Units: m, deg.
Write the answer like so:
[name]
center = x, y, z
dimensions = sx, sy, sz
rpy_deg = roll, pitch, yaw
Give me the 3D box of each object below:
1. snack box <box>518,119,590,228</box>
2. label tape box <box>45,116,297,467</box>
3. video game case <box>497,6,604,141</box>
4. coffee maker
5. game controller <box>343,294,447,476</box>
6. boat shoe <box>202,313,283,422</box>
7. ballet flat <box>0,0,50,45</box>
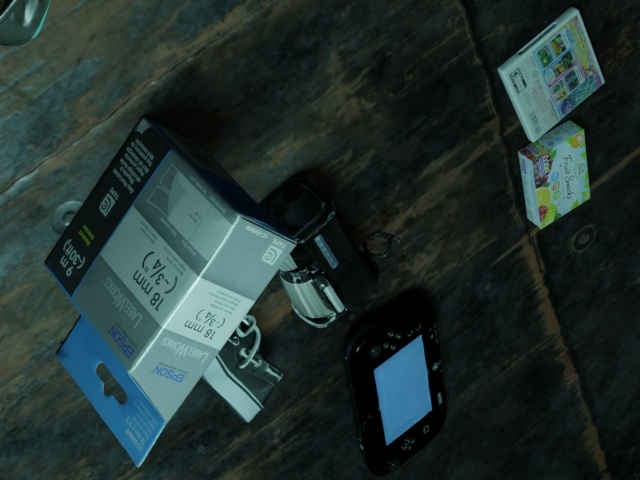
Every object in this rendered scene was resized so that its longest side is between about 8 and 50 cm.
[snack box]
center = 0.352, -0.098, 2.196
dimensions = 0.100, 0.037, 0.141
rpy_deg = -32, 136, -17
[label tape box]
center = -0.211, 0.059, 1.725
dimensions = 0.106, 0.240, 0.333
rpy_deg = 25, 103, -46
[video game case]
center = 0.332, -0.236, 2.091
dimensions = 0.143, 0.019, 0.157
rpy_deg = -40, 136, -7
[coffee maker]
center = 0.000, 0.000, 1.957
dimensions = 0.171, 0.120, 0.178
rpy_deg = -57, 143, -23
[game controller]
center = 0.119, 0.223, 2.236
dimensions = 0.166, 0.067, 0.319
rpy_deg = -28, 135, -18
[boat shoe]
center = -0.127, 0.134, 1.911
dimensions = 0.105, 0.113, 0.306
rpy_deg = -46, 141, -9
[ballet flat]
center = -0.292, -0.322, 1.476
dimensions = 0.096, 0.095, 0.280
rpy_deg = -3, 123, -50
